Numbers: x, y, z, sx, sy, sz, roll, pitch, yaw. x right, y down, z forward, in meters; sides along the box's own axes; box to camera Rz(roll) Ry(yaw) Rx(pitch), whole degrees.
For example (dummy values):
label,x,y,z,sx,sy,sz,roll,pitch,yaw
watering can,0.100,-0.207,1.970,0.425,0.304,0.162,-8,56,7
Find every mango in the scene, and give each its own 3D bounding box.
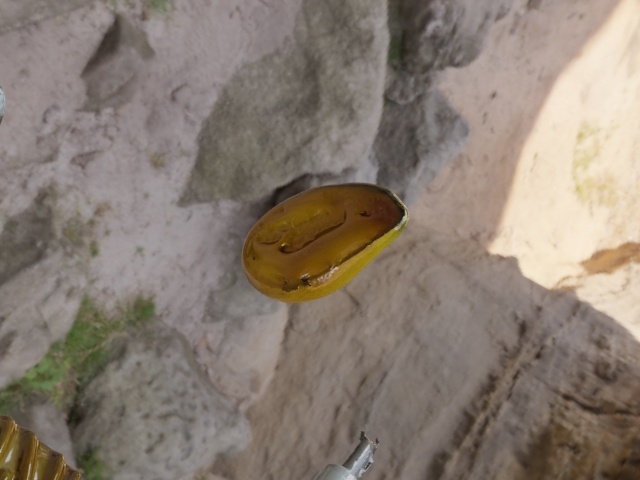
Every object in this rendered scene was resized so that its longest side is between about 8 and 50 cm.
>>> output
label,x,y,z,sx,sy,sz,roll,pitch,yaw
mango,0.000,0.000,0.716,0.188,0.101,0.066,-25,149,31

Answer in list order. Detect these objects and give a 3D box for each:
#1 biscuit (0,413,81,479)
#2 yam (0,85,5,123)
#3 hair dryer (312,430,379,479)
label,x,y,z,sx,sy,sz,roll,pitch,yaw
biscuit,-0.218,0.207,0.359,0.040,0.317,0.318,-35,168,37
yam,-0.442,-0.119,0.751,0.259,0.093,0.093,-16,131,-37
hair dryer,-0.018,0.297,0.728,0.357,0.173,0.107,-43,163,-46
